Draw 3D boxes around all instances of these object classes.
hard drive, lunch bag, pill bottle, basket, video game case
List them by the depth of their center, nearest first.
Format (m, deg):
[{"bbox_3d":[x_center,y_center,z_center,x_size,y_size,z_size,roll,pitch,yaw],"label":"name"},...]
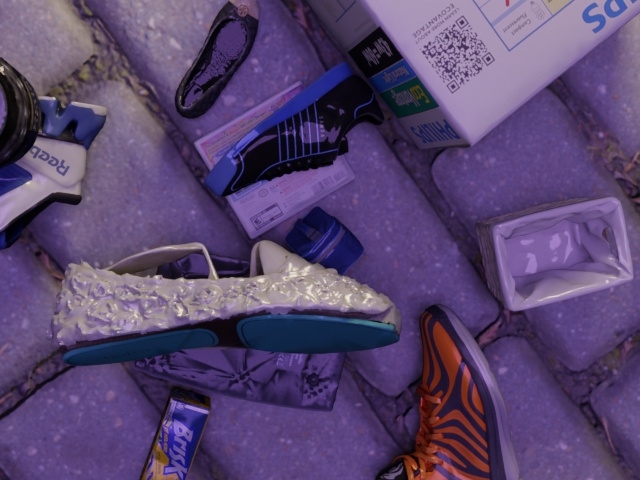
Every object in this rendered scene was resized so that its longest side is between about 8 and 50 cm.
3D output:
[{"bbox_3d":[-0.343,-0.126,0.836,0.122,0.219,0.123,-2,97,-14],"label":"pill bottle"},{"bbox_3d":[0.000,0.000,1.062,0.067,0.098,0.065,-46,116,-3],"label":"lunch bag"},{"bbox_3d":[-0.091,0.111,1.080,0.254,0.054,0.172,13,93,-6],"label":"hard drive"},{"bbox_3d":[-0.057,-0.102,1.084,0.157,0.019,0.143,-31,97,-2],"label":"video game case"},{"bbox_3d":[0.292,0.012,1.089,0.167,0.103,0.113,-13,96,-4],"label":"basket"}]

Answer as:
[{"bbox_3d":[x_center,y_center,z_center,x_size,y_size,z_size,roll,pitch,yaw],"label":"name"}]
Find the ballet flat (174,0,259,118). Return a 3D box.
[{"bbox_3d":[-0.123,-0.225,1.050,0.057,0.049,0.173,28,91,-9],"label":"ballet flat"}]

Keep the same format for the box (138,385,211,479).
[{"bbox_3d":[-0.190,0.275,1.081,0.054,0.059,0.169,19,93,-10],"label":"box"}]

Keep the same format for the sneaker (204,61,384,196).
[{"bbox_3d":[-0.029,-0.114,1.035,0.232,0.081,0.090,-39,90,-3],"label":"sneaker"}]

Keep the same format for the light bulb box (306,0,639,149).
[{"bbox_3d":[0.169,-0.349,0.983,0.358,0.225,0.361,-38,98,-3],"label":"light bulb box"}]

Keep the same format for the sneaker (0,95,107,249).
[{"bbox_3d":[-0.415,-0.084,0.992,0.315,0.127,0.182,4,92,-8],"label":"sneaker"}]

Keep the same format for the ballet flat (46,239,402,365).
[{"bbox_3d":[-0.109,0.062,0.985,0.408,0.147,0.147,-3,95,-4],"label":"ballet flat"}]

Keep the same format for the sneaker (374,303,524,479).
[{"bbox_3d":[0.143,0.251,1.083,0.180,0.124,0.321,-19,97,-5],"label":"sneaker"}]
